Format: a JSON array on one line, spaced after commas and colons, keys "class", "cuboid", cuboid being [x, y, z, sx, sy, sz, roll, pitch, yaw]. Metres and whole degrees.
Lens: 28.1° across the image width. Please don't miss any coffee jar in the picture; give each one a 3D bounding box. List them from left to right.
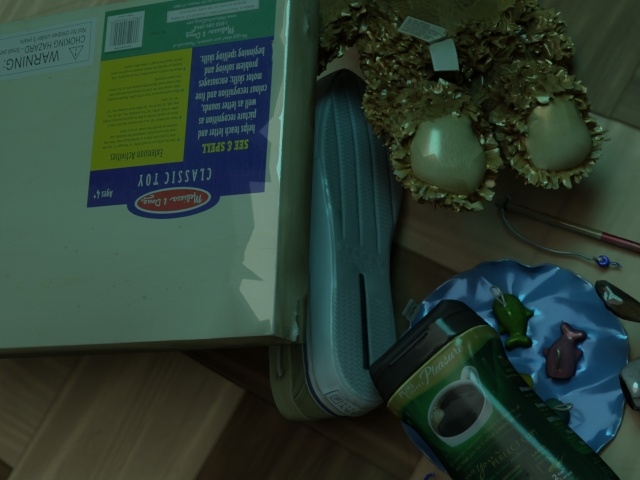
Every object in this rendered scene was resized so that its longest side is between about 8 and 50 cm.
[{"class": "coffee jar", "cuboid": [0.120, 0.133, 0.911, 0.096, 0.079, 0.184, -44, 68, 14]}]

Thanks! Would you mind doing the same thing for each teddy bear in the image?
[{"class": "teddy bear", "cuboid": [0.087, -0.148, 1.018, 0.245, 0.113, 0.338, -31, 58, -21]}]

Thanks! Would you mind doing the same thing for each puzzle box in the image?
[{"class": "puzzle box", "cuboid": [-0.194, -0.044, 0.993, 0.409, 0.052, 0.272, -4, 74, 26]}]

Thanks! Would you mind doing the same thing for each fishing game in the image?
[{"class": "fishing game", "cuboid": [0.141, 0.096, 0.974, 0.189, 0.041, 0.264, 21, 80, 26]}]

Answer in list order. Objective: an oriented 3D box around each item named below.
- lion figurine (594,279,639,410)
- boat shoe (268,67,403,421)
[{"class": "lion figurine", "cuboid": [0.357, 0.135, 0.805, 0.240, 0.142, 0.392, -25, 57, 2]}, {"class": "boat shoe", "cuboid": [0.000, 0.000, 1.034, 0.094, 0.109, 0.302, -21, 54, 37]}]
